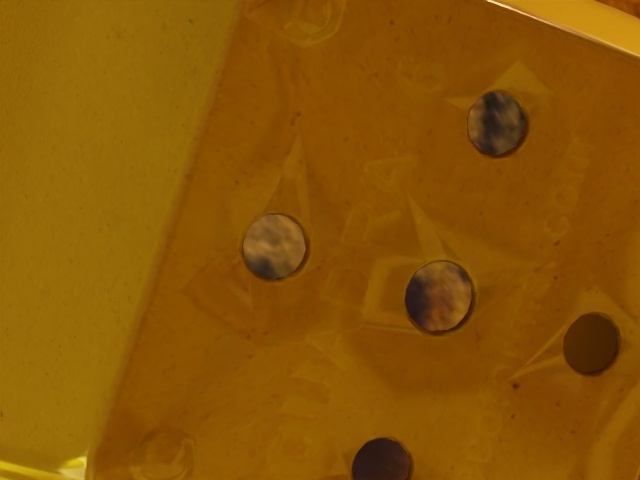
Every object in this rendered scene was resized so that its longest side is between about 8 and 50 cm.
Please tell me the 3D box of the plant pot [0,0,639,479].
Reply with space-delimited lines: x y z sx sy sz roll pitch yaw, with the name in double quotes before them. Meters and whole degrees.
"plant pot" 0.000 0.000 0.491 0.187 0.212 0.212 26 98 68
